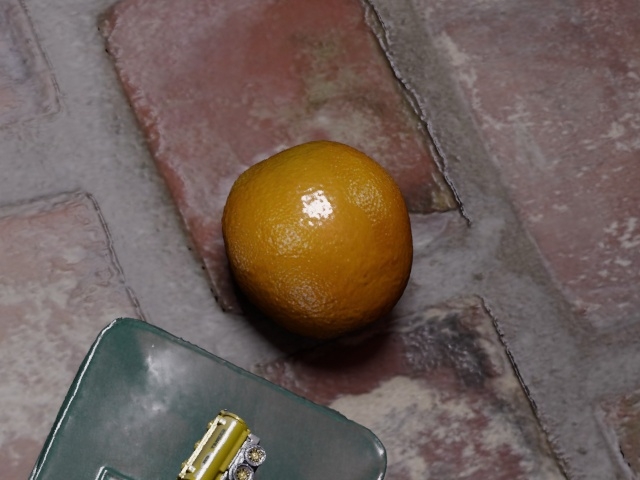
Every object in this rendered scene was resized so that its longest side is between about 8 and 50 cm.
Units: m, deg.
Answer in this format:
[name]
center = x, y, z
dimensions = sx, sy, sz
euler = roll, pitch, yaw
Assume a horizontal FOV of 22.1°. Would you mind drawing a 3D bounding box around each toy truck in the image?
[toy truck]
center = -0.101, 0.221, 1.519
dimensions = 0.063, 0.052, 0.123
euler = 35, 64, -2

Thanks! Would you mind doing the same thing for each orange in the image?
[orange]
center = 0.000, 0.000, 1.667
dimensions = 0.206, 0.206, 0.206
euler = 8, 67, -19

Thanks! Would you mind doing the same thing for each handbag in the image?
[handbag]
center = -0.112, 0.241, 1.584
dimensions = 0.326, 0.089, 0.238
euler = 28, 62, -11
